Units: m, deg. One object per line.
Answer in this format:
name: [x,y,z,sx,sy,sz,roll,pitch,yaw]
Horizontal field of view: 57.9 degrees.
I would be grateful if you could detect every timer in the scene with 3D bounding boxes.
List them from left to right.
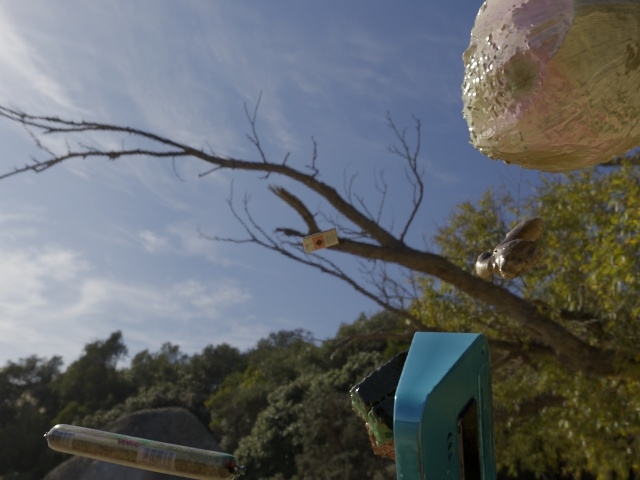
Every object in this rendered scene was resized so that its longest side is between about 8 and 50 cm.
timer: [0.121,0.235,0.625,0.091,0.231,0.250,-1,7,26]

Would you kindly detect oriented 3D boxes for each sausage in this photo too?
sausage: [-0.211,0.246,0.671,0.269,0.032,0.033,3,-31,17]

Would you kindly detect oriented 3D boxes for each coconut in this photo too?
coconut: [0.488,-0.330,1.078,0.405,0.404,0.404,10,-30,6]

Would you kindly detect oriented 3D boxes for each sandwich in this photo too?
sandwich: [0.112,0.260,0.870,0.185,0.109,0.160,-10,-47,-41]

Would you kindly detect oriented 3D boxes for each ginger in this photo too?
ginger: [0.390,0.018,1.138,0.059,0.214,0.133,59,-25,-7]

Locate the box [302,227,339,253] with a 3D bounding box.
box: [0.000,0.000,1.385,0.083,0.012,0.046,-17,-49,-4]
